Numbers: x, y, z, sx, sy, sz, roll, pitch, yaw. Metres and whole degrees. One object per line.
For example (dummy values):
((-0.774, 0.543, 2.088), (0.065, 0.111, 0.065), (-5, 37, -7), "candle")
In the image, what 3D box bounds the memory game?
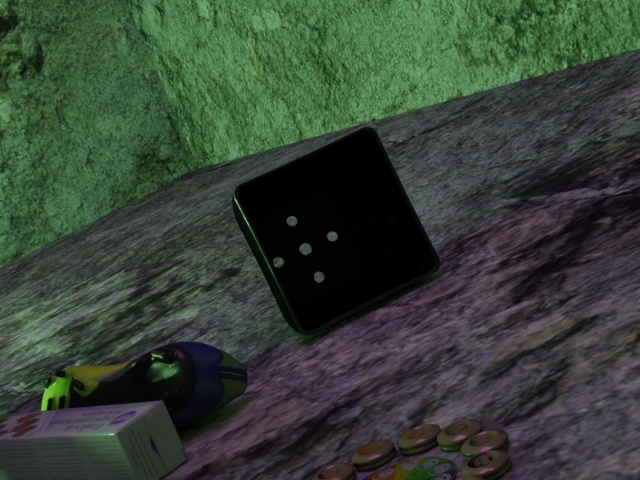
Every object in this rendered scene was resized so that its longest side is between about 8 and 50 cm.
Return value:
((0.052, 0.178, 0.918), (0.186, 0.012, 0.186), (-22, 11, 4), "memory game")

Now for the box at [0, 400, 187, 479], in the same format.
((-0.262, 0.210, 1.267), (0.324, 0.067, 0.063), (-13, 15, 46), "box")

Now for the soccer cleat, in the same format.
((-0.195, 0.171, 1.341), (0.121, 0.093, 0.289), (10, -20, -43), "soccer cleat")

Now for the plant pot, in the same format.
((0.000, 0.000, 1.504), (0.188, 0.187, 0.167), (-26, -2, -18), "plant pot")
